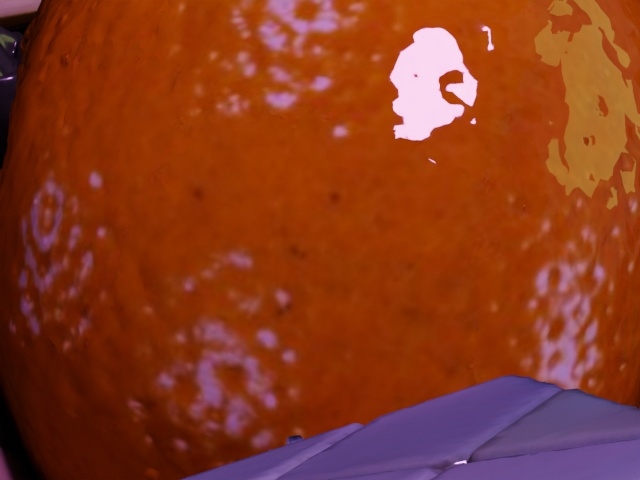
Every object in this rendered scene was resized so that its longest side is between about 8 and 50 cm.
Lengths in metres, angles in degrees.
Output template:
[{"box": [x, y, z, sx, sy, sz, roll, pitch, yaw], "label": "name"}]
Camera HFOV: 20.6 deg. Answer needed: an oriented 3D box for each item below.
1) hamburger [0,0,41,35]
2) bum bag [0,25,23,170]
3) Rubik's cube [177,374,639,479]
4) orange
[{"box": [-0.202, -0.165, 1.098, 0.141, 0.127, 0.081, -2, 78, -72], "label": "hamburger"}, {"box": [-0.182, -0.039, 1.134, 0.326, 0.080, 0.142, 90, -14, -69], "label": "bum bag"}, {"box": [0.030, 0.158, 0.391, 0.265, 0.224, 0.213, -174, -111, -80], "label": "Rubik's cube"}, {"box": [0.000, 0.000, 0.875, 0.424, 0.326, 0.423, 10, 90, -86], "label": "orange"}]
